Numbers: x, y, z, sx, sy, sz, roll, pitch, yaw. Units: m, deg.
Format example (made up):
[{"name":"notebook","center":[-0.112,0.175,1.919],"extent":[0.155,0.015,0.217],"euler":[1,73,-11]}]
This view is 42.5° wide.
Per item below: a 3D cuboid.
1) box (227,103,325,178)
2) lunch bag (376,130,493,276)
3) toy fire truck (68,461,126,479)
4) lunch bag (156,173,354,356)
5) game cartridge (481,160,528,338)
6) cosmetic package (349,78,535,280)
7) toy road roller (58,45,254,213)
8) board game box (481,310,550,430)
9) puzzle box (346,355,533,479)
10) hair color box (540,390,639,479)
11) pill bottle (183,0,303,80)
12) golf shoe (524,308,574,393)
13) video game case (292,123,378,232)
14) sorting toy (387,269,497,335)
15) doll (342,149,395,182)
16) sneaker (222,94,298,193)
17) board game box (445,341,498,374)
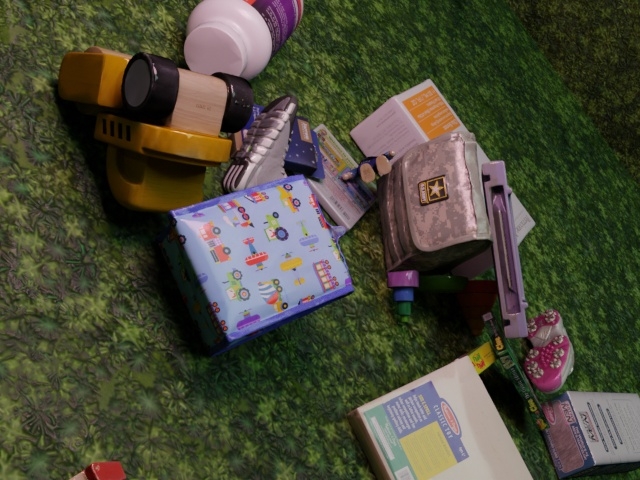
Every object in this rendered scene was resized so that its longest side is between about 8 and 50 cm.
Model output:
[{"name":"box","center":[-0.086,-0.208,1.694],"extent":[0.225,0.036,0.136],"euler":[11,53,-32]},{"name":"lunch bag","center":[0.241,-0.070,1.707],"extent":[0.168,0.287,0.235],"euler":[2,71,-21]},{"name":"toy fire truck","center":[-0.315,0.356,1.001],"extent":[0.192,0.047,0.135],"euler":[-4,64,-48]},{"name":"lunch bag","center":[-0.083,0.025,1.345],"extent":[0.293,0.138,0.221],"euler":[-21,81,-26]},{"name":"game cartridge","center":[0.389,0.019,1.733],"extent":[0.230,0.068,0.355],"euler":[1,81,-75]},{"name":"cosmetic package","center":[0.300,-0.147,1.991],"extent":[0.453,0.161,0.230],"euler":[54,36,-1]},{"name":"toy road roller","center":[-0.284,-0.177,1.350],"extent":[0.202,0.329,0.241],"euler":[5,100,-45]},{"name":"board game box","center":[0.424,0.284,1.788],"extent":[0.260,0.030,0.136],"euler":[57,15,-29]},{"name":"puzzle box","center":[0.250,0.438,1.474],"extent":[0.272,0.052,0.409],"euler":[-18,75,-30]},{"name":"hair color box","center":[0.662,0.456,1.944],"extent":[0.347,0.105,0.174],"euler":[12,53,-43]},{"name":"pill bottle","center":[-0.162,-0.446,1.707],"extent":[0.181,0.181,0.323],"euler":[43,37,-14]},{"name":"golf shoe","center":[0.559,0.284,1.948],"extent":[0.140,0.115,0.306],"euler":[56,25,-13]},{"name":"video game case","center":[0.027,-0.140,1.801],"extent":[0.212,0.023,0.193],"euler":[49,37,-4]},{"name":"sorting toy","center":[0.273,0.143,1.795],"extent":[0.365,0.127,0.126],"euler":[9,78,-46]},{"name":"doll","center":[0.108,-0.159,1.785],"extent":[0.046,0.129,0.189],"euler":[63,5,-7]},{"name":"sneaker","center":[-0.086,-0.161,1.598],"extent":[0.132,0.086,0.229],"euler":[40,77,-35]},{"name":"board game box","center":[0.286,0.271,1.693],"extent":[0.181,0.092,0.043],"euler":[-19,76,-52]}]
